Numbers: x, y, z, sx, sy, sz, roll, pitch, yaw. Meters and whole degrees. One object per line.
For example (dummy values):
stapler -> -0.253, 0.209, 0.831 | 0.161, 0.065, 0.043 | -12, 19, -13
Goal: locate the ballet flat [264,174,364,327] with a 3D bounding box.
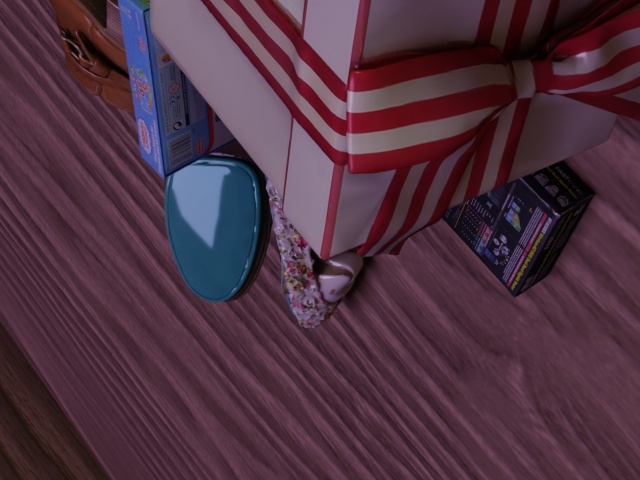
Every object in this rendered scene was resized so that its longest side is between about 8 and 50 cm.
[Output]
ballet flat -> 0.000, 0.000, 1.251 | 0.077, 0.091, 0.241 | 12, 137, 25

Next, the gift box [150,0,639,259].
gift box -> 0.061, -0.150, 0.785 | 0.258, 0.255, 0.276 | 51, 156, 33

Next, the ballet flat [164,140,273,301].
ballet flat -> -0.093, -0.107, 1.253 | 0.116, 0.124, 0.342 | 5, 124, 21

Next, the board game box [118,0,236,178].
board game box -> -0.048, -0.158, 1.003 | 0.039, 0.212, 0.160 | 43, 150, 33

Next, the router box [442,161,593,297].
router box -> 0.145, -0.026, 0.997 | 0.092, 0.038, 0.122 | 50, 154, 20

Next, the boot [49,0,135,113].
boot -> -0.254, -0.258, 1.380 | 0.283, 0.109, 0.220 | 33, 157, 4
